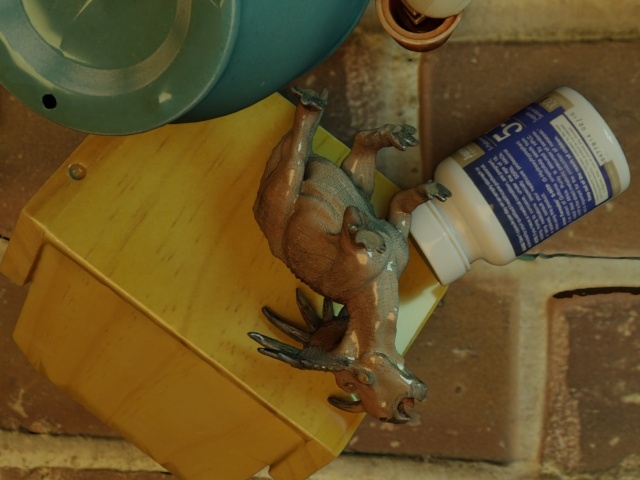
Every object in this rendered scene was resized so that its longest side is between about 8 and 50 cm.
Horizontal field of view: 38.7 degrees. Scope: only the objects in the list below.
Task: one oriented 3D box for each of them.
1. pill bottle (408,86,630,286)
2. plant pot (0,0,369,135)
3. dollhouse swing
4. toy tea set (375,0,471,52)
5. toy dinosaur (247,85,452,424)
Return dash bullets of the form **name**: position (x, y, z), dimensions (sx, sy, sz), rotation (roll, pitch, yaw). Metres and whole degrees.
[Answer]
- **pill bottle**: position (0.166, -0.043, 0.812), dimensions (0.187, 0.112, 0.112), rotation (-33, 100, 2)
- **plant pot**: position (-0.110, -0.198, 0.629), dimensions (0.272, 0.255, 0.271), rotation (6, 117, 12)
- **dollhouse swing**: position (-0.112, 0.057, 0.949), dimensions (0.347, 0.305, 0.315), rotation (37, 69, -3)
- **toy tea set**: position (-0.034, -0.253, 0.770), dimensions (0.336, 0.124, 0.200), rotation (4, 87, 8)
- **toy dinosaur**: position (0.000, 0.000, 0.775), dimensions (0.200, 0.127, 0.295), rotation (-54, 48, 38)
